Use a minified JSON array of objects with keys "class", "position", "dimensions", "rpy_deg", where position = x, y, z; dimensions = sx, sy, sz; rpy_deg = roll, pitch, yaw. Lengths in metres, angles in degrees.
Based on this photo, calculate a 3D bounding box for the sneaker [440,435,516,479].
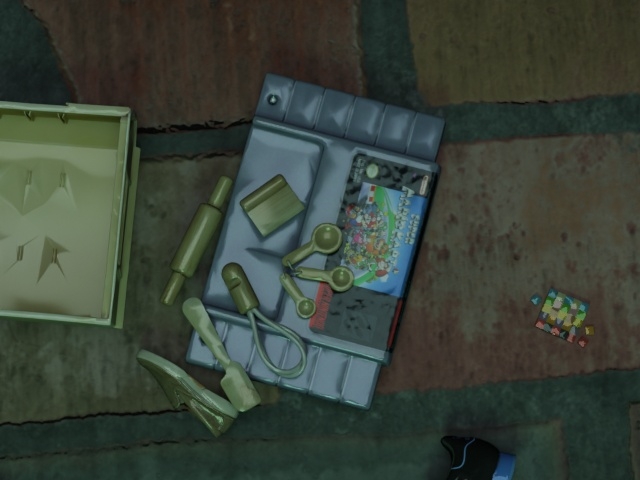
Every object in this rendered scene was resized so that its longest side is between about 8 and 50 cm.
[{"class":"sneaker","position":[0.141,0.331,1.663],"dimensions":[0.090,0.081,0.232],"rpy_deg":[19,74,6]}]

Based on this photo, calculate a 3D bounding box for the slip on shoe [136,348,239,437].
[{"class":"slip on shoe","position":[-0.158,0.174,1.703],"dimensions":[0.135,0.051,0.041],"rpy_deg":[35,80,-2]}]

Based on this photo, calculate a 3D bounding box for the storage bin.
[{"class":"storage bin","position":[-0.348,-0.036,1.702],"dimensions":[0.262,0.123,0.260],"rpy_deg":[4,81,1]}]

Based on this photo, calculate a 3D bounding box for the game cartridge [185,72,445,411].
[{"class":"game cartridge","position":[0.000,0.000,1.728],"dimensions":[0.230,0.068,0.355],"rpy_deg":[14,81,7]}]

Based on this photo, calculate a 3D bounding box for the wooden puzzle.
[{"class":"wooden puzzle","position":[0.282,0.088,1.735],"dimensions":[0.083,0.006,0.049],"rpy_deg":[23,81,4]}]

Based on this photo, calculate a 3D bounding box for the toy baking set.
[{"class":"toy baking set","position":[-0.077,0.051,1.676],"dimensions":[0.197,0.030,0.256],"rpy_deg":[29,82,5]}]
